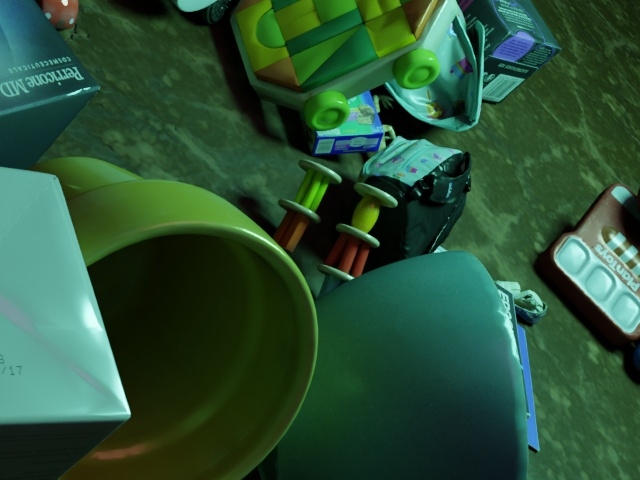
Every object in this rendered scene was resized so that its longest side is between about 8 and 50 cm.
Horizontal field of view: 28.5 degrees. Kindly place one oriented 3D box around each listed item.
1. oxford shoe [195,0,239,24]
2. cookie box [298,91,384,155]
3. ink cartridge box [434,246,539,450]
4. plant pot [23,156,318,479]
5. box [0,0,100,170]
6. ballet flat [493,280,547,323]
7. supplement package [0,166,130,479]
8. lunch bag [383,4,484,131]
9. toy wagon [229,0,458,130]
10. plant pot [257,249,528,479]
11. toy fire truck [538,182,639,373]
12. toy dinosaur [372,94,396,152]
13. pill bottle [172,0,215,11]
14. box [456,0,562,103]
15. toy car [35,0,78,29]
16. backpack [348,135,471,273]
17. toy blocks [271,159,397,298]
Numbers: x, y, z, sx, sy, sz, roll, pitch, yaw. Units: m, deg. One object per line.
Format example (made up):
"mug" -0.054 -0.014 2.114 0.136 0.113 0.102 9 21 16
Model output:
"oxford shoe" -0.138 -0.361 1.615 0.096 0.083 0.227 12 48 0
"cookie box" 0.021 -0.162 1.581 0.092 0.040 0.107 -6 56 -19
"ink cartridge box" 0.197 0.125 1.525 0.208 0.045 0.206 32 36 -26
"plant pot" -0.165 0.053 0.985 0.254 0.254 0.239 21 12 -36
"box" -0.390 -0.160 1.008 0.294 0.183 0.296 53 34 5
"ballet flat" 0.254 0.073 1.648 0.114 0.041 0.041 26 39 -30
"supplement package" -0.284 0.100 0.760 0.177 0.293 0.175 7 52 -46
"lunch bag" 0.142 -0.271 1.731 0.262 0.160 0.223 54 10 -6
"toy wagon" 0.061 -0.296 1.541 0.068 0.344 0.267 50 18 -58
"plant pot" 0.043 0.160 1.144 0.195 0.290 0.290 -4 53 -13
"toy fire truck" 0.479 0.066 1.835 0.302 0.169 0.254 47 57 -2
"toy dinosaur" 0.053 -0.165 1.645 0.183 0.053 0.092 51 34 4
"pill bottle" -0.191 -0.381 1.501 0.208 0.119 0.119 51 32 14
"box" 0.224 -0.367 1.963 0.165 0.143 0.270 4 53 -50
"toy car" -0.345 -0.361 1.378 0.225 0.053 0.239 30 37 -27
"backpack" 0.108 -0.052 1.501 0.115 0.152 0.182 24 40 20
"toy blocks" 0.000 0.000 1.380 0.123 0.148 0.054 23 -8 13
